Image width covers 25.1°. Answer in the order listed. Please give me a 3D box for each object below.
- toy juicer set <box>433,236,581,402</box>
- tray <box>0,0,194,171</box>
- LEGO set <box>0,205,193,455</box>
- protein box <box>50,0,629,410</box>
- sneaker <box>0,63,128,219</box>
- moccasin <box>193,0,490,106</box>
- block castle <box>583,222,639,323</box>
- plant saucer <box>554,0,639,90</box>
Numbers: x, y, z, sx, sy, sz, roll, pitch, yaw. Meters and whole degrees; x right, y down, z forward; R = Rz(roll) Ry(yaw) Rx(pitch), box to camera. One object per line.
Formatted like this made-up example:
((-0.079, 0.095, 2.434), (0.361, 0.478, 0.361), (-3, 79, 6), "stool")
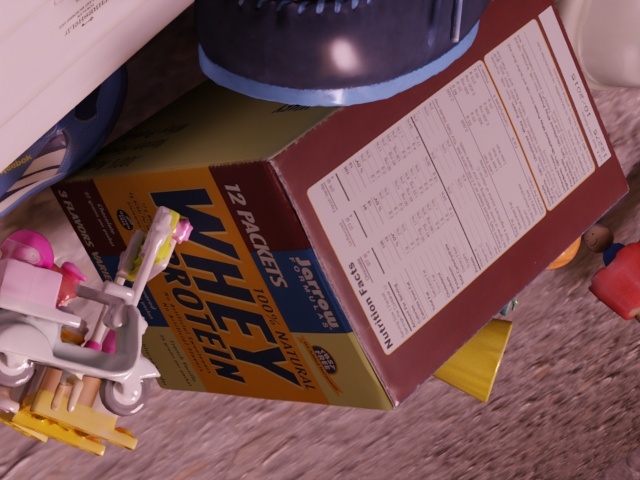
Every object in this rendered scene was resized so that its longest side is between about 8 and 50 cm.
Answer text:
((0.163, -0.038, 1.095), (0.329, 0.089, 0.209), (97, 15, -51), "toy juicer set")
((-0.107, -0.105, 0.610), (0.270, 0.030, 0.145), (-48, 158, -33), "tray")
((-0.149, 0.027, 0.681), (0.132, 0.287, 0.107), (31, 71, -34), "LEGO set")
((0.010, -0.027, 0.756), (0.201, 0.136, 0.200), (-38, -158, -33), "protein box")
((-0.159, -0.052, 0.725), (0.144, 0.053, 0.059), (-41, 155, 1), "sneaker")
((0.037, -0.179, 0.665), (0.342, 0.138, 0.117), (-56, 158, -50), "moccasin")
((0.497, -0.078, 1.483), (0.303, 0.213, 0.453), (-13, 148, -53), "block castle")
((0.357, -0.242, 1.099), (0.400, 0.100, 0.400), (-32, 157, -16), "plant saucer")
